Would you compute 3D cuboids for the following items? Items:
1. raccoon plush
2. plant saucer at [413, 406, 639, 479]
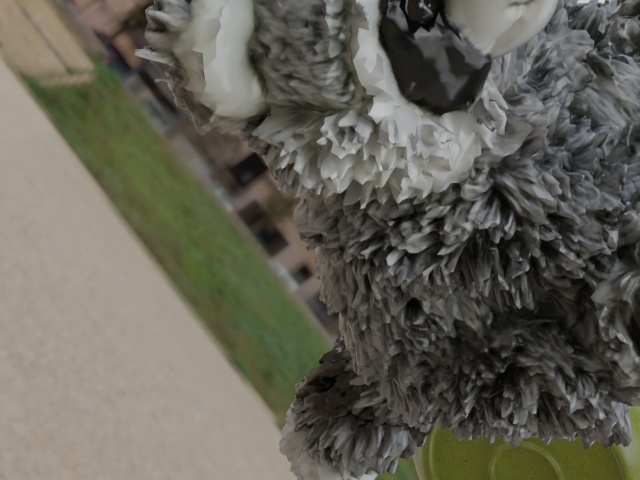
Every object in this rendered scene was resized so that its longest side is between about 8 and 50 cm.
[{"bbox_3d":[0.000,0.000,0.789,0.299,0.446,0.216,23,37,-20],"label":"raccoon plush"},{"bbox_3d":[0.179,0.193,1.342,0.241,0.241,0.037,53,37,-2],"label":"plant saucer"}]
